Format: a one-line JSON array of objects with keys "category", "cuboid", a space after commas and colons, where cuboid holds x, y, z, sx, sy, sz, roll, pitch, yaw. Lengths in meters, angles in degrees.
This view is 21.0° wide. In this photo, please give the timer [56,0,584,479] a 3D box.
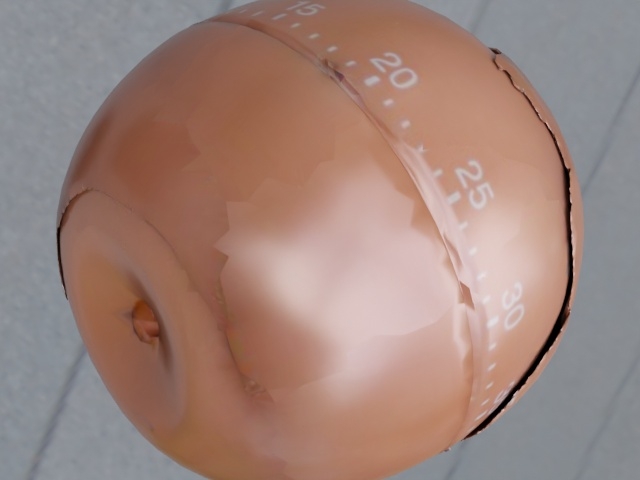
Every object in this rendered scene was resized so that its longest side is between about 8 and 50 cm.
[{"category": "timer", "cuboid": [0.000, 0.000, 0.802, 0.215, 0.229, 0.230, -23, 134, -30]}]
